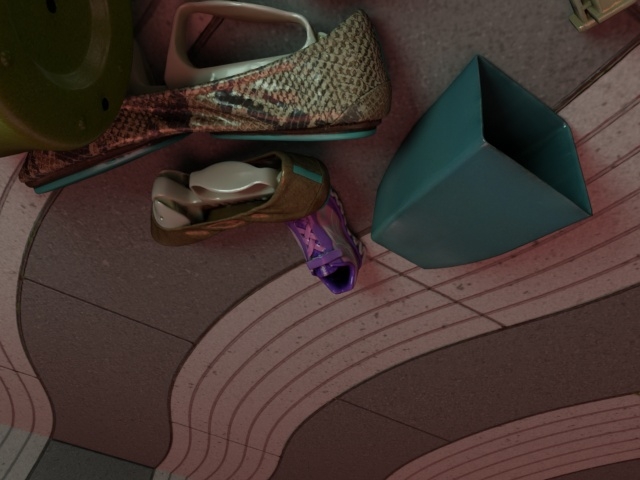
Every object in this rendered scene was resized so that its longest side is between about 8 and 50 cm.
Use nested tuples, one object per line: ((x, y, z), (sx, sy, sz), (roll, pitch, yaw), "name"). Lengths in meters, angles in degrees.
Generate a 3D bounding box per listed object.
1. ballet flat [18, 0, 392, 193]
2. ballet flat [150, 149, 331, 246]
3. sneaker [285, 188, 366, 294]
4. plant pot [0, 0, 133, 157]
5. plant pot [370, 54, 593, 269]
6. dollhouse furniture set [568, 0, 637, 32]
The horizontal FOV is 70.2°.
((-0.161, -0.185, 0.557), (0.483, 0.164, 0.181), (-8, 111, 9), "ballet flat")
((-0.154, -0.063, 0.647), (0.343, 0.116, 0.124), (-6, 165, 29), "ballet flat")
((0.000, 0.000, 0.729), (0.095, 0.104, 0.236), (-18, 128, 26), "sneaker")
((-0.378, -0.208, 0.389), (0.353, 0.366, 0.366), (5, 135, 4), "plant pot")
((0.181, -0.070, 0.598), (0.166, 0.165, 0.234), (27, 140, -18), "plant pot")
((0.338, -0.210, 0.412), (0.161, 0.181, 0.101), (-27, 126, 30), "dollhouse furniture set")
